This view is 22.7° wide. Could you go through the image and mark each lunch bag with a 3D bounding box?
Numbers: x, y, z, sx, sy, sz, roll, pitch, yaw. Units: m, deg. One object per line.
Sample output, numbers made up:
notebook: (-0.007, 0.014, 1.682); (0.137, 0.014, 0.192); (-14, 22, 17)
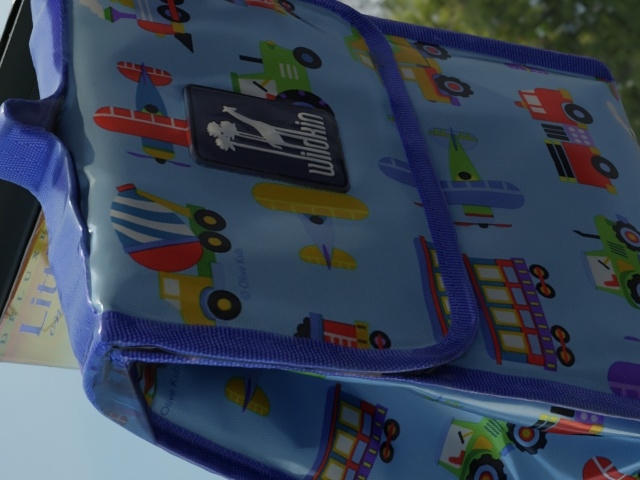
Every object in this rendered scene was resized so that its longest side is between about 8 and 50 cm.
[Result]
lunch bag: (0.000, 0.000, 0.640); (0.293, 0.138, 0.221); (17, -140, -30)

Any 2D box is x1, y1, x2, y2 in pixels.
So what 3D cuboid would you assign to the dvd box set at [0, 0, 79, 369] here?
dvd box set: (-0.103, -0.060, 1.055); (0.062, 0.307, 0.420); (18, 178, 15)
